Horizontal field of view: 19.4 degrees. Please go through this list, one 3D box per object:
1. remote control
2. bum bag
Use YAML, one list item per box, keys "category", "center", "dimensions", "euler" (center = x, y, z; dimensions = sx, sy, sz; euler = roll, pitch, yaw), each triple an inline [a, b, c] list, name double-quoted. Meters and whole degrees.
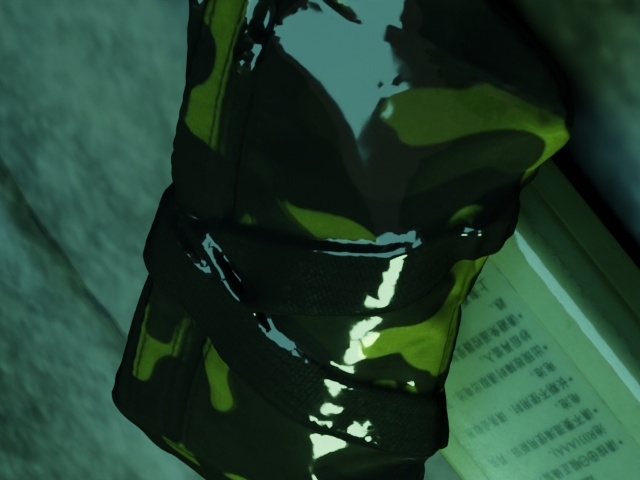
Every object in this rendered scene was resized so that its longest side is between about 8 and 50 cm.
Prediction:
- category: "remote control"
  center: [0.060, 0.034, 0.547]
  dimensions: [0.233, 0.038, 0.098]
  euler: [52, 141, 0]
- category: "bum bag"
  center: [0.000, 0.000, 0.503]
  dimensions: [0.107, 0.060, 0.232]
  euler: [29, 138, 11]
